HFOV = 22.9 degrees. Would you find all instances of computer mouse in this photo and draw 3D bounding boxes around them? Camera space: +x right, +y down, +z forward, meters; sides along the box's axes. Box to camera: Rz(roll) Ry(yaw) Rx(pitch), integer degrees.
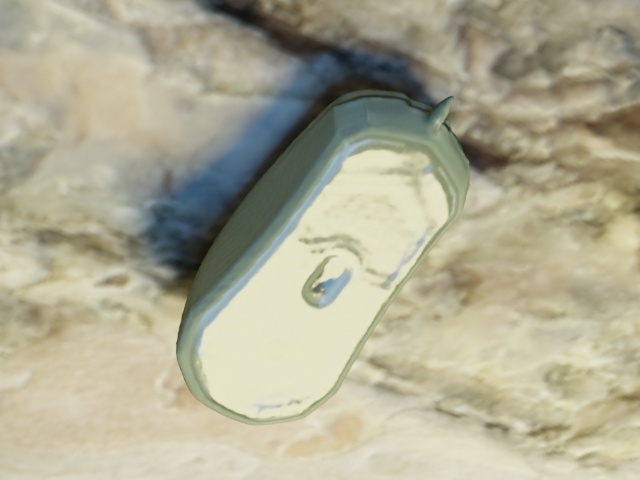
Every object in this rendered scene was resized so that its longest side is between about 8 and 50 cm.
[{"bbox_3d":[0.000,0.000,0.727,0.089,0.056,0.182,28,105,-32],"label":"computer mouse"}]
